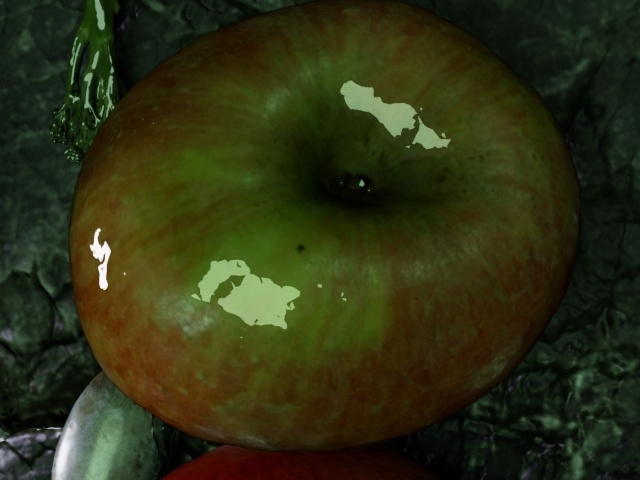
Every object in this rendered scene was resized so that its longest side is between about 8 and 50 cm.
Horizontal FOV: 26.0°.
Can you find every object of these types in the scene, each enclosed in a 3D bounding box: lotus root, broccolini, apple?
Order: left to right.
[{"bbox_3d":[-0.165,-0.161,0.992,0.067,0.058,0.216,-4,97,-18],"label":"broccolini"},{"bbox_3d":[-0.146,0.146,1.018,0.088,0.088,0.165,15,92,12],"label":"lotus root"},{"bbox_3d":[0.000,0.000,0.874,0.309,0.250,0.277,5,67,-1],"label":"apple"}]

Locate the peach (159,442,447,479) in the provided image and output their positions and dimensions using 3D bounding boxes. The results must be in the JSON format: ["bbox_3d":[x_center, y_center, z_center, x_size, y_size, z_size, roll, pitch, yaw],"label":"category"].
[{"bbox_3d":[-0.028,0.230,0.902,0.362,0.258,0.201,-25,90,21],"label":"peach"}]
